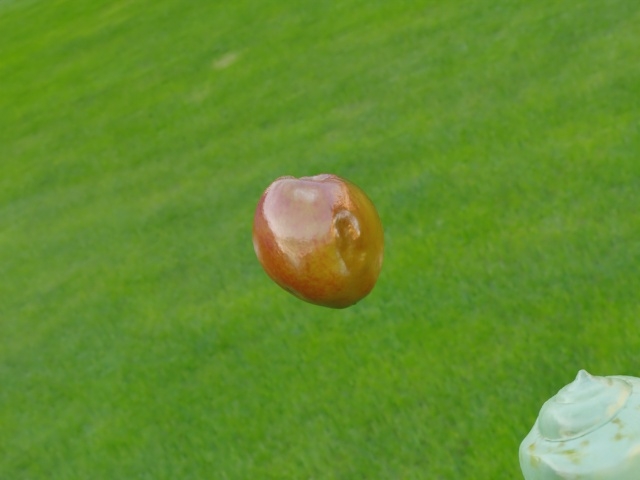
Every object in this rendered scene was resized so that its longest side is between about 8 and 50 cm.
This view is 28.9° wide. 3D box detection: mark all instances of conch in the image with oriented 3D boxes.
[{"bbox_3d":[0.252,0.231,1.103,0.144,0.250,0.137,5,33,34],"label":"conch"}]

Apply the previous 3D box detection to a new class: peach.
[{"bbox_3d":[-0.001,0.001,0.898,0.101,0.100,0.100,-22,25,11],"label":"peach"}]
